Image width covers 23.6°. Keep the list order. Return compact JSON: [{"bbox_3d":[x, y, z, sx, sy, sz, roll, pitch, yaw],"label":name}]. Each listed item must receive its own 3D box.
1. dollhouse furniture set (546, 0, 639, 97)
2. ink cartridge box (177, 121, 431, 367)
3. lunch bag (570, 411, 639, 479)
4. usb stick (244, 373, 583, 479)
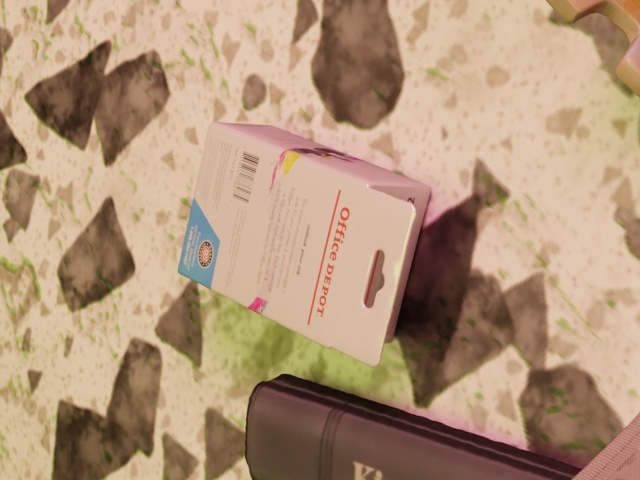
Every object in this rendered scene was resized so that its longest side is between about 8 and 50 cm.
[{"bbox_3d":[0.281,-0.164,0.630,0.201,0.152,0.374,49,149,8],"label":"dollhouse furniture set"},{"bbox_3d":[0.000,0.000,0.945,0.181,0.061,0.104,24,107,41],"label":"ink cartridge box"},{"bbox_3d":[0.241,0.140,0.611,0.235,0.287,0.169,24,142,42],"label":"lunch bag"},{"bbox_3d":[0.060,0.143,0.901,0.278,0.045,0.077,13,98,42],"label":"usb stick"}]
